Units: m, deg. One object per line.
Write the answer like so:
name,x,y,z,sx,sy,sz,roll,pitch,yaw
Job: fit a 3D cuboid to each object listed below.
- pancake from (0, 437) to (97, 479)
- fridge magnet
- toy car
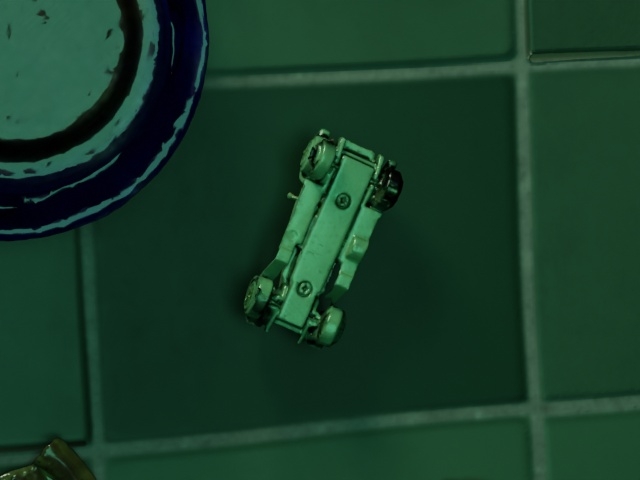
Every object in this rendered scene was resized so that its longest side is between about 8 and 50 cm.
pancake,-0.225,0.217,1.298,0.184,0.020,0.191,20,88,-14
fridge magnet,-0.200,-0.132,1.236,0.265,0.112,0.266,-1,95,-14
toy car,0.000,0.000,1.328,0.073,0.054,0.143,22,89,-17
